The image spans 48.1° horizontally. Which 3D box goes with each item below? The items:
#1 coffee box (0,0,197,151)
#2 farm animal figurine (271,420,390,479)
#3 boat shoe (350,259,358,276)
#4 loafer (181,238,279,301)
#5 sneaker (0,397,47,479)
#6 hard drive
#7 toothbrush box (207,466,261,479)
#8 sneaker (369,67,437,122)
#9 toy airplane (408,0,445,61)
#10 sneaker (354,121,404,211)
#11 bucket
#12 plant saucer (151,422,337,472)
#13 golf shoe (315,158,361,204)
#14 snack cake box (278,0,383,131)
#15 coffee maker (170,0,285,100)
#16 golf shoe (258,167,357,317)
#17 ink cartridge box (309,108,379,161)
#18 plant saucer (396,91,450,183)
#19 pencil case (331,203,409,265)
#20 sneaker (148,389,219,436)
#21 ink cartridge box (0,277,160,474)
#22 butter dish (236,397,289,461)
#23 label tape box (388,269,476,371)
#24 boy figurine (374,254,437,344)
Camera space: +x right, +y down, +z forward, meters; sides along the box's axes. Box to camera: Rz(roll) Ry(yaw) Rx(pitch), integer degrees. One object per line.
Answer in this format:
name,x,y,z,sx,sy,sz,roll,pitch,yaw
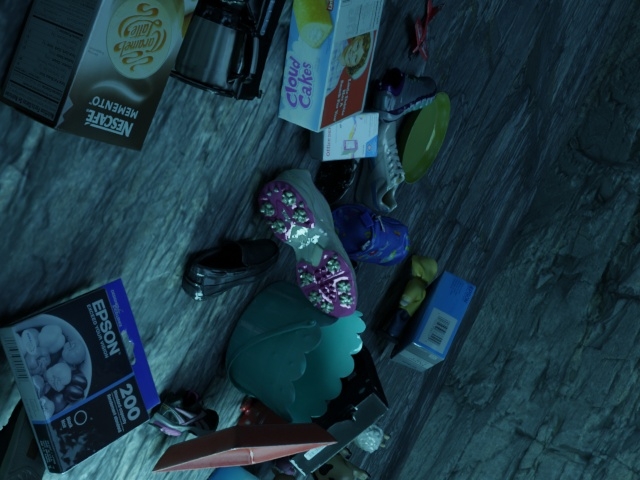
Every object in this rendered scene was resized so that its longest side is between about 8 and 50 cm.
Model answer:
coffee box,-0.230,-0.237,0.789,0.141,0.098,0.246,7,107,-64
farm animal figurine,-0.027,0.543,1.774,0.172,0.327,0.330,37,74,-36
boat shoe,0.033,0.055,1.623,0.206,0.075,0.064,-7,123,-56
loafer,-0.145,0.036,1.246,0.223,0.076,0.078,-25,144,-49
sneaker,-0.419,0.273,0.952,0.222,0.118,0.083,-79,149,-43
hard drive,0.030,0.369,1.641,0.237,0.064,0.339,-40,-168,5
toothbrush box,-0.121,0.652,1.625,0.126,0.296,0.216,-49,151,-29
sneaker,0.189,-0.335,1.551,0.224,0.083,0.098,-38,140,-42
toy airplane,0.224,-0.460,1.559,0.151,0.028,0.151,-47,151,-35
sneaker,0.145,-0.171,1.604,0.087,0.092,0.228,-35,141,-44
bucket,-0.054,0.229,1.487,0.281,0.183,0.281,-44,148,-37
plant saucer,-0.145,0.390,1.363,0.259,0.258,0.047,14,59,-45
golf shoe,0.057,-0.163,1.457,0.094,0.077,0.198,-3,117,-63
snack cake box,0.022,-0.333,1.209,0.152,0.089,0.264,-35,143,-50
coffee maker,-0.118,-0.291,0.971,0.171,0.120,0.178,-63,173,-75
golf shoe,0.000,0.000,1.343,0.306,0.115,0.140,65,28,-22
ink cartridge box,0.045,-0.199,1.349,0.123,0.052,0.088,-8,110,-26
plant saucer,0.251,-0.260,1.795,0.241,0.037,0.240,-45,150,-35
pencil case,0.116,-0.011,1.659,0.133,0.119,0.306,-26,165,19
sneaker,-0.239,0.321,1.345,0.077,0.072,0.178,-65,157,-2
ink cartridge box,-0.310,0.176,0.983,0.208,0.045,0.206,-28,106,-53
butter dish,-0.132,0.400,1.591,0.160,0.118,0.160,-46,-168,-35
label tape box,0.332,0.265,2.211,0.249,0.115,0.347,-62,177,-21
boy figurine,0.263,0.174,2.162,0.285,0.092,0.177,-65,168,-2
